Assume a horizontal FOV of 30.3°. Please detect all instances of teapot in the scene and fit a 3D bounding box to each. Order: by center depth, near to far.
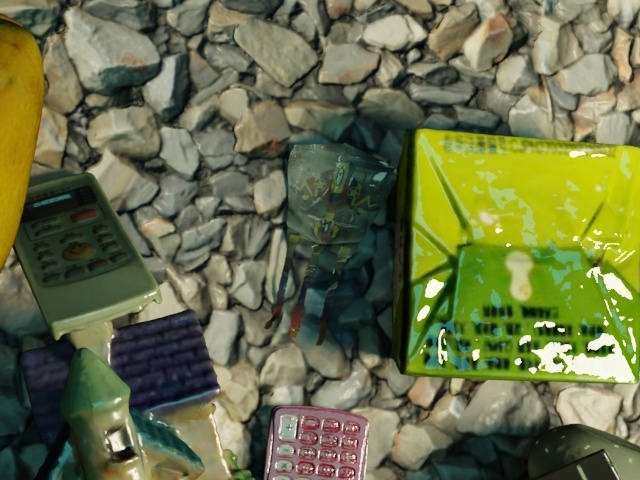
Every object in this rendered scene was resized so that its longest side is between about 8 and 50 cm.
[{"bbox_3d":[0.308,0.352,1.400,0.183,0.183,0.251,20,92,-9],"label":"teapot"}]

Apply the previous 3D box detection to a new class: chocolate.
[{"bbox_3d":[0.229,0.026,1.432,0.301,0.137,0.289,4,83,-13],"label":"chocolate"}]

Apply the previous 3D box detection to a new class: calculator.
[{"bbox_3d":[-0.009,0.294,1.403,0.126,0.034,0.190,9,76,-10],"label":"calculator"}]

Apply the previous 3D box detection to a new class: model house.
[{"bbox_3d":[-0.187,0.213,1.227,0.245,0.312,0.280,-14,92,-10],"label":"model house"}]

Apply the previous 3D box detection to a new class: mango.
[{"bbox_3d":[-0.420,-0.069,1.245,0.221,0.264,0.378,34,73,-35],"label":"mango"}]

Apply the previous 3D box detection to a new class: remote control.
[{"bbox_3d":[-0.265,0.009,1.270,0.123,0.285,0.038,-18,123,-15],"label":"remote control"}]

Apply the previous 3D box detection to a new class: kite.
[{"bbox_3d":[0.001,0.000,1.423,0.141,0.015,0.245,14,83,21],"label":"kite"}]

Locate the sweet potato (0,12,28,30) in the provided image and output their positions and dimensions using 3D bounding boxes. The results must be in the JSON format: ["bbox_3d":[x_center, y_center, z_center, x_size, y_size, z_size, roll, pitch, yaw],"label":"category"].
[{"bbox_3d":[-0.443,-0.240,1.362,0.206,0.060,0.068,-2,45,-2],"label":"sweet potato"}]

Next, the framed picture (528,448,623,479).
[{"bbox_3d":[0.230,0.418,1.345,0.347,0.016,0.265,-30,86,20],"label":"framed picture"}]
